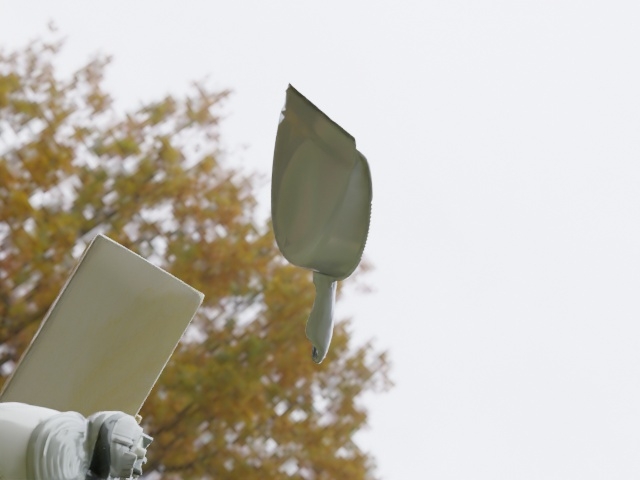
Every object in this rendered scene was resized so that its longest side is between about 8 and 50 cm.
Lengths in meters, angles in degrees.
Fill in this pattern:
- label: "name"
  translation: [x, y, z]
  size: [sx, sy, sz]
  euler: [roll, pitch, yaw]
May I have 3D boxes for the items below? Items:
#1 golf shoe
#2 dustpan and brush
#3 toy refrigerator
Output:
- label: "golf shoe"
  translation: [-0.115, 0.107, 0.519]
  size: [0.086, 0.069, 0.176]
  euler: [17, -45, -5]
- label: "dustpan and brush"
  translation: [0.000, 0.000, 1.161]
  size: [0.147, 0.060, 0.211]
  euler: [46, -54, 57]
- label: "toy refrigerator"
  translation: [-0.184, 0.136, 1.024]
  size: [0.094, 0.269, 0.102]
  euler: [32, -10, -9]
